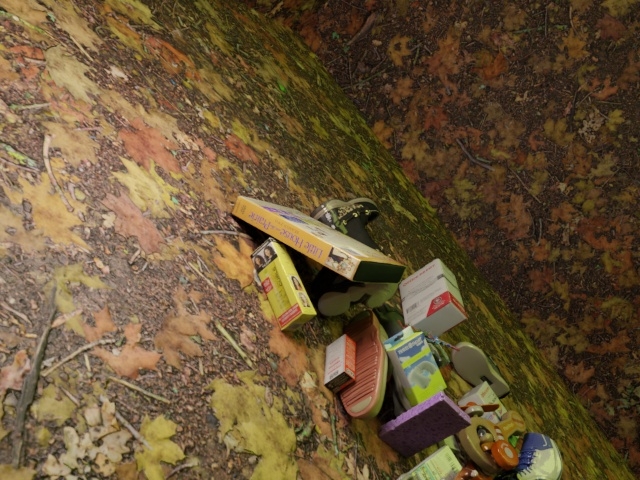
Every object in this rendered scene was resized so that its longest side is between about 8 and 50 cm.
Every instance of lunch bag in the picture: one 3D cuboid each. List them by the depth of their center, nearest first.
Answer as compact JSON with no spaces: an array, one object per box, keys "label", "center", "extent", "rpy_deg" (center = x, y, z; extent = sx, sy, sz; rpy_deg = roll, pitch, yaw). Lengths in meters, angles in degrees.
[{"label":"lunch bag","center":[0.399,0.406,1.954],"extent":[0.083,0.071,0.053],"rpy_deg":[56,20,9]}]

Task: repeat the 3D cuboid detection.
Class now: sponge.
[{"label":"sponge","center":[0.259,0.465,1.412],"extent":[0.117,0.210,0.031],"rpy_deg":[42,26,-19]}]

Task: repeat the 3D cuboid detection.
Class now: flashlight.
[{"label":"flashlight","center":[0.248,0.288,1.644],"extent":[0.304,0.103,0.103],"rpy_deg":[-122,-165,-66]}]

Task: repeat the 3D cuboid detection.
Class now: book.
[{"label":"book","center":[0.368,0.564,1.705],"extent":[0.096,0.035,0.144],"rpy_deg":[35,27,-41]}]

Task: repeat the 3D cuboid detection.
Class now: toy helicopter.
[{"label":"toy helicopter","center":[0.543,0.599,1.784],"extent":[0.355,0.140,0.235],"rpy_deg":[-2,48,-49]}]

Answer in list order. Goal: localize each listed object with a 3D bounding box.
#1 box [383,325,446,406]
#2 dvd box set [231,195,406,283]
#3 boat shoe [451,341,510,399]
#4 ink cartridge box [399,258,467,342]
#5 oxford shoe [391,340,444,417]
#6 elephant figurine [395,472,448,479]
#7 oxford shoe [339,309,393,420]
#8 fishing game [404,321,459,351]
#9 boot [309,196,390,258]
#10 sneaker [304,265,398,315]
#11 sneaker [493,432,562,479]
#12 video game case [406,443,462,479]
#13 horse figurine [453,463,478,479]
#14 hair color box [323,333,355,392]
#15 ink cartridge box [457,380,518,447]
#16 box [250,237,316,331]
[{"label":"box","center":[0.242,0.319,1.445],"extent":[0.109,0.042,0.178],"rpy_deg":[-24,89,-33]},{"label":"dvd box set","center":[0.000,0.000,1.567],"extent":[0.420,0.062,0.307],"rpy_deg":[28,9,28]},{"label":"boat shoe","center":[0.600,0.474,2.196],"extent":[0.340,0.127,0.158],"rpy_deg":[49,14,-26]},{"label":"ink cartridge box","center":[0.410,0.223,2.091],"extent":[0.114,0.197,0.273],"rpy_deg":[43,24,-23]},{"label":"oxford shoe","center":[0.274,0.413,1.654],"extent":[0.169,0.130,0.449],"rpy_deg":[4,19,1]},{"label":"elephant figurine","center":[0.172,0.575,1.179],"extent":[0.239,0.169,0.186],"rpy_deg":[28,-1,-13]},{"label":"oxford shoe","center":[0.145,0.339,1.490],"extent":[0.146,0.140,0.397],"rpy_deg":[50,23,-17]},{"label":"fishing game","center":[0.331,0.302,1.886],"extent":[0.264,0.041,0.189],"rpy_deg":[22,-2,-21]},{"label":"boot","center":[0.149,-0.013,2.032],"extent":[0.377,0.138,0.284],"rpy_deg":[-2,55,-58]},{"label":"sneaker","center":[0.088,0.123,1.645],"extent":[0.268,0.101,0.153],"rpy_deg":[-11,40,-28]},{"label":"sneaker","center":[0.648,0.740,1.771],"extent":[0.182,0.127,0.315],"rpy_deg":[36,50,-19]},{"label":"video game case","center":[0.290,0.627,1.332],"extent":[0.193,0.023,0.212],"rpy_deg":[-24,73,-30]},{"label":"horse figurine","center":[0.305,0.630,1.240],"extent":[0.066,0.174,0.263],"rpy_deg":[27,72,-11]},{"label":"hair color box","center":[0.050,0.311,1.434],"extent":[0.043,0.072,0.141],"rpy_deg":[43,24,-19]},{"label":"ink cartridge box","center":[0.588,0.618,1.962],"extent":[0.212,0.093,0.154],"rpy_deg":[55,23,15]},{"label":"box","center":[-0.098,0.112,1.441],"extent":[0.058,0.087,0.232],"rpy_deg":[15,43,-52]}]
